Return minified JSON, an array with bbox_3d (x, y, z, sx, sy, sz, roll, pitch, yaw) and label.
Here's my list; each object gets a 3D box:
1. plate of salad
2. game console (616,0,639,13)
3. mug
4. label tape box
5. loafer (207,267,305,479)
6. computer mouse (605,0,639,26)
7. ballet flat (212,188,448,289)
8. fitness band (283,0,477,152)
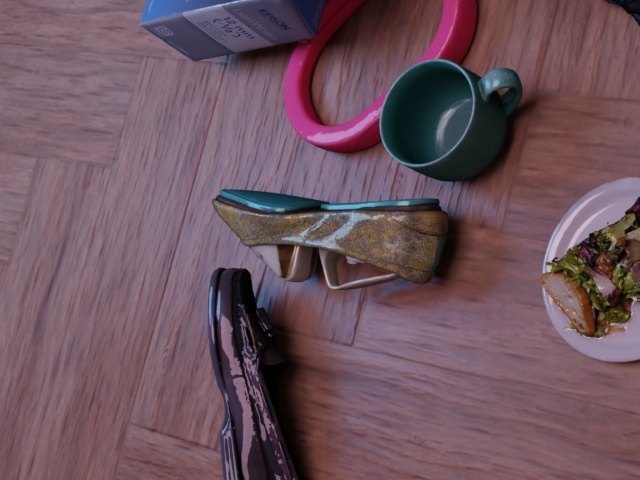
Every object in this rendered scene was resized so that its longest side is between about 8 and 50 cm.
[{"bbox_3d":[0.313,0.027,1.665,0.200,0.048,0.199,-14,67,36],"label":"plate of salad"},{"bbox_3d":[0.430,-0.368,1.580,0.361,0.044,0.213,-31,82,20],"label":"game console"},{"bbox_3d":[0.157,-0.131,1.809,0.158,0.097,0.129,10,83,40],"label":"mug"},{"bbox_3d":[-0.048,-0.374,1.996,0.348,0.115,0.249,-2,63,43],"label":"label tape box"},{"bbox_3d":[-0.070,0.175,1.916,0.095,0.109,0.302,-10,75,17],"label":"loafer"},{"bbox_3d":[0.409,-0.336,1.683,0.272,0.072,0.188,-48,51,18],"label":"computer mouse"},{"bbox_3d":[0.000,0.000,1.896,0.349,0.123,0.123,4,79,40],"label":"ballet flat"},{"bbox_3d":[0.064,-0.239,1.949,0.291,0.054,0.209,-43,54,23],"label":"fitness band"}]
